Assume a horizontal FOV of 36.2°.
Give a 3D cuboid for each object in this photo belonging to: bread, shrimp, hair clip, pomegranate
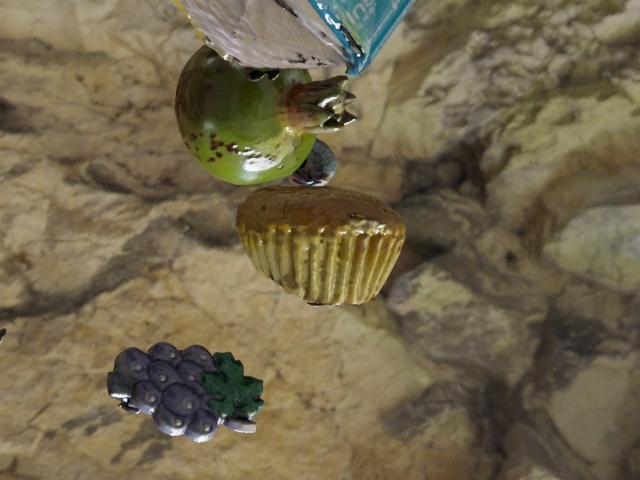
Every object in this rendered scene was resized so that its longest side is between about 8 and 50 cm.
[{"bbox_3d":[-0.001,-0.004,1.339,0.240,0.240,0.139,-20,-62,-62],"label":"bread"},{"bbox_3d":[-0.078,-0.145,1.502,0.233,0.079,0.090,23,-172,20],"label":"shrimp"},{"bbox_3d":[-0.152,0.178,1.126,0.195,0.052,0.124,7,-125,-29],"label":"hair clip"},{"bbox_3d":[-0.058,-0.137,1.003,0.159,0.205,0.159,-7,-82,-54],"label":"pomegranate"}]

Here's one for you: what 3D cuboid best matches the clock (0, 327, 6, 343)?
[{"bbox_3d":[-0.459,0.138,1.096,0.069,0.232,0.170,72,-155,-49],"label":"clock"}]

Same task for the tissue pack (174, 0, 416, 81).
[{"bbox_3d":[0.008,-0.246,0.524,0.271,0.134,0.192,-55,-48,-17],"label":"tissue pack"}]
